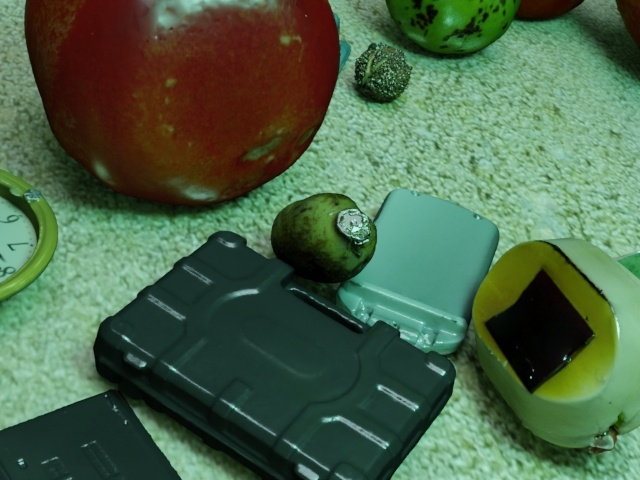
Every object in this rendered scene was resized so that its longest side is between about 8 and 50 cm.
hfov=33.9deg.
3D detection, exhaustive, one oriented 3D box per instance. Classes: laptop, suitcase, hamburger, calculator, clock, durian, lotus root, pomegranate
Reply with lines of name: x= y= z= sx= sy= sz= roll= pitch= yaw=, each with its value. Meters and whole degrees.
laptop: x=-0.177 y=0.206 z=0.852 sx=0.135 sy=0.016 sz=0.197 roll=-19 pitch=50 yaw=-35
suitcase: x=-0.039 y=0.116 z=0.958 sx=0.285 sy=0.066 sz=0.206 roll=30 pitch=42 yaw=18
hamburger: x=0.233 y=0.093 z=0.991 sx=0.116 sy=0.173 sz=0.210 roll=26 pitch=16 yaw=-38
calculator: x=0.109 y=0.026 z=1.120 sx=0.141 sy=0.045 sz=0.246 roll=20 pitch=41 yaw=7
clock: x=-0.369 y=0.007 z=0.995 sx=0.237 sy=0.057 sz=0.237 roll=8 pitch=39 yaw=-6
durian: x=0.087 y=-0.222 z=1.381 sx=0.091 sy=0.080 sz=0.080 roll=-9 pitch=45 yaw=-29
lotus root: x=0.000 y=0.000 z=1.051 sx=0.080 sy=0.179 sz=0.089 roll=-44 pitch=103 yaw=-21
pomegranate: x=0.204 y=-0.372 z=1.468 sx=0.211 sy=0.263 sz=0.211 roll=12 pitch=72 yaw=-38

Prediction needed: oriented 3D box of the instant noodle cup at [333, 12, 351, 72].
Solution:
instant noodle cup: x=-0.046 y=-0.258 z=1.388 sx=0.157 sy=0.070 sz=0.179 roll=16 pitch=41 yaw=5

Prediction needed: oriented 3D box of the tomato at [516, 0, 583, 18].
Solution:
tomato: x=0.370 y=-0.429 z=1.615 sx=0.139 sy=0.200 sz=0.233 roll=36 pitch=45 yaw=4

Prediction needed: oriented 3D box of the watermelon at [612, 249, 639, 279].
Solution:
watermelon: x=0.439 y=0.037 z=1.079 sx=0.319 sy=0.222 sz=0.292 roll=40 pitch=42 yaw=27

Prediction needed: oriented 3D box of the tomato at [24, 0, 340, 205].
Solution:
tomato: x=-0.146 y=-0.209 z=1.129 sx=0.325 sy=0.290 sz=0.293 roll=-10 pitch=49 yaw=-17

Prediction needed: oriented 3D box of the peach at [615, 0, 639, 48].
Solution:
peach: x=0.601 y=-0.378 z=1.502 sx=0.370 sy=0.370 sz=0.370 roll=8 pitch=40 yaw=-7
